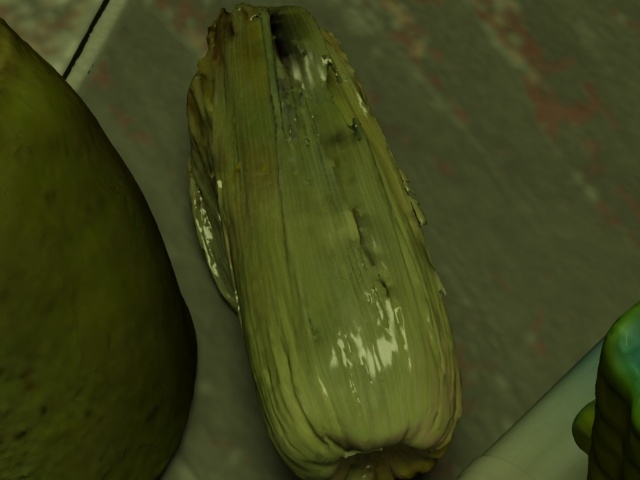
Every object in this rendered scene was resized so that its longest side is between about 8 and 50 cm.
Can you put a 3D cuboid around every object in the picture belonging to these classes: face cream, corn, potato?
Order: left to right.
[{"bbox_3d":[-0.185,-0.018,0.970,0.213,0.280,0.330,-11,55,-6],"label":"potato"},{"bbox_3d":[-0.003,-0.001,1.054,0.122,0.123,0.305,-13,56,-8],"label":"corn"},{"bbox_3d":[0.106,0.148,0.980,0.077,0.077,0.250,39,63,23],"label":"face cream"}]

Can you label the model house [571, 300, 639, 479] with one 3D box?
[{"bbox_3d":[0.229,0.143,0.779,0.215,0.237,0.303,-42,64,-18],"label":"model house"}]
